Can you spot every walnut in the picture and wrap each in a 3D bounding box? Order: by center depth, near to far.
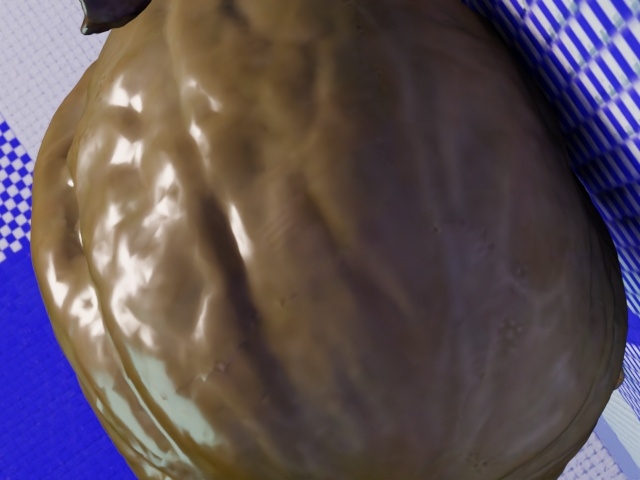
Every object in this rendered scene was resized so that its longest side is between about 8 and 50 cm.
[{"bbox_3d":[-0.002,0.000,0.707,0.277,0.252,0.313,52,-166,-54],"label":"walnut"}]

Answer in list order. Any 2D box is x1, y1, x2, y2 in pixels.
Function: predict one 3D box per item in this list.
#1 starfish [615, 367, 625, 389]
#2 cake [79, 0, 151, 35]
[{"bbox_3d":[0.164,0.047,1.184,0.190,0.074,0.146,53,177,-10],"label":"starfish"},{"bbox_3d":[-0.058,-0.156,0.394,0.147,0.135,0.134,49,-176,-25],"label":"cake"}]
